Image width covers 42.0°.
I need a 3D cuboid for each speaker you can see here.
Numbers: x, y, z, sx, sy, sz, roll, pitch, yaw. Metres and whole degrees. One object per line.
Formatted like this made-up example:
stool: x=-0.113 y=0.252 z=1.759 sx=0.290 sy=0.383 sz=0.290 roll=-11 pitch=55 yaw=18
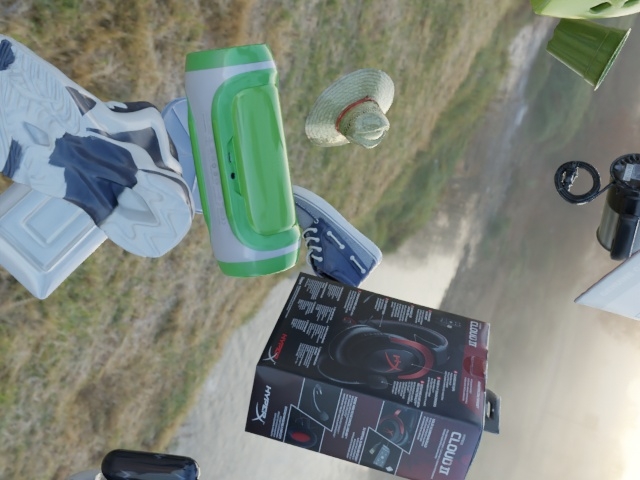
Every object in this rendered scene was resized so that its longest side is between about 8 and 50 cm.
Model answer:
speaker: x=-0.102 y=-0.106 z=1.113 sx=0.131 sy=0.131 sz=0.296 roll=-32 pitch=118 yaw=-62

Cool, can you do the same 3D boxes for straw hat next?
straw hat: x=0.056 y=-0.155 z=1.102 sx=0.144 sy=0.061 sz=0.144 roll=-27 pitch=151 yaw=-16

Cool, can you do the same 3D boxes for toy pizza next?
toy pizza: x=-0.217 y=-0.144 z=1.424 sx=0.201 sy=0.032 sz=0.201 roll=16 pitch=70 yaw=-54

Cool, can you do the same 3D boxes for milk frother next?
milk frother: x=0.420 y=-0.051 z=1.224 sx=0.129 sy=0.143 sz=0.134 roll=-42 pitch=145 yaw=-30

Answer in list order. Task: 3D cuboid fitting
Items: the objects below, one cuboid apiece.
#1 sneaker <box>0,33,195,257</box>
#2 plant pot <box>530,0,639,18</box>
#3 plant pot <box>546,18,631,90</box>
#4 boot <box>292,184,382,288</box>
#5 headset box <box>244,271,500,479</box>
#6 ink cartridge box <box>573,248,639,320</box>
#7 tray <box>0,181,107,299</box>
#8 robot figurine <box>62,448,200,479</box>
sneaker: x=-0.207 y=-0.095 z=0.728 sx=0.094 sy=0.235 sz=0.153 roll=-52 pitch=-164 yaw=12
plant pot: x=0.353 y=-0.372 z=0.874 sx=0.228 sy=0.207 sz=0.227 roll=132 pitch=-40 yaw=-59
plant pot: x=0.326 y=-0.240 z=1.030 sx=0.083 sy=0.079 sz=0.083 roll=-55 pitch=166 yaw=-21
boot: x=0.000 y=0.000 z=1.271 sx=0.086 sy=0.190 sz=0.069 roll=-53 pitch=-179 yaw=-25
headset box: x=0.080 y=0.170 z=1.029 sx=0.218 sy=0.293 sz=0.110 roll=-67 pitch=170 yaw=-60
ink cartridge box: x=0.354 y=-0.006 z=0.582 sx=0.275 sy=0.239 sz=0.060 roll=125 pitch=-21 yaw=-52
tray: x=-0.351 y=-0.059 z=1.186 sx=0.270 sy=0.145 sz=0.030 roll=-50 pitch=-167 yaw=-26
robot figurine: x=-0.195 y=0.359 z=0.950 sx=0.173 sy=0.278 sz=0.209 roll=89 pitch=11 yaw=-64
